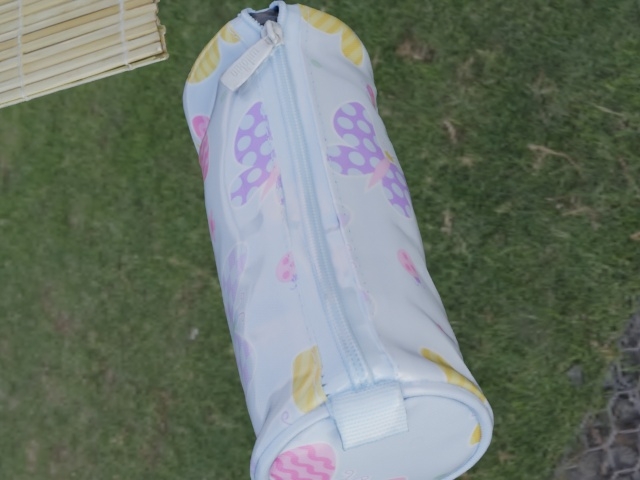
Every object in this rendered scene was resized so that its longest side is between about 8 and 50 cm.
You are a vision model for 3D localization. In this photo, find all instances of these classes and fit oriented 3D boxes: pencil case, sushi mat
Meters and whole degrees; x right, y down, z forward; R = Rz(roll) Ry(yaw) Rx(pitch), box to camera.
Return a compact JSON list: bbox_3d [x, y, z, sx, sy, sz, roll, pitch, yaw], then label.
[{"bbox_3d":[0.000,0.000,0.523,0.124,0.113,0.273,104,158,-49],"label":"pencil case"},{"bbox_3d":[-0.241,-0.137,0.608,0.316,0.019,0.151,-13,76,15],"label":"sushi mat"}]
